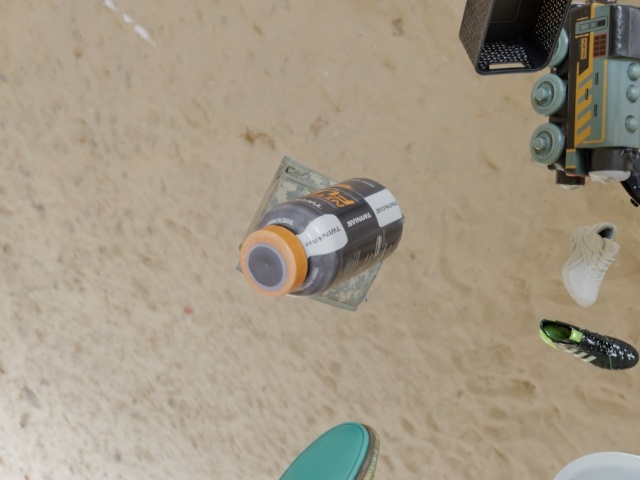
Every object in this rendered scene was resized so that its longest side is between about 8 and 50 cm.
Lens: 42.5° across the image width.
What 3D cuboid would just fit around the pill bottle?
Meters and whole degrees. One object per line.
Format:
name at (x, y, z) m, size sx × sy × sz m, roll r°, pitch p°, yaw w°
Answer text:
pill bottle at (0.000, 0.000, 1.100) m, size 0.131 × 0.246 × 0.130 m, roll 11°, pitch 111°, yaw 31°

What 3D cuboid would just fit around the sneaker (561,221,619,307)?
sneaker at (0.626, 0.044, 1.879) m, size 0.090 × 0.232 × 0.115 m, roll 31°, pitch 145°, yaw -19°

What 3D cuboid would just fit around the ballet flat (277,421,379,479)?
ballet flat at (-0.037, 0.359, 0.914) m, size 0.123 × 0.348 × 0.123 m, roll 30°, pitch 147°, yaw 21°

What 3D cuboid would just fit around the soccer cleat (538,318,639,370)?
soccer cleat at (0.471, 0.184, 1.457) m, size 0.179 × 0.060 × 0.072 m, roll 17°, pitch 167°, yaw 30°

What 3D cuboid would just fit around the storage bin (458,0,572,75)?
storage bin at (0.284, -0.338, 1.193) m, size 0.180 × 0.122 × 0.084 m, roll 97°, pitch 164°, yaw -50°

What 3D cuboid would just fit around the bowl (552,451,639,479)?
bowl at (0.506, 0.515, 1.369) m, size 0.298 × 0.298 × 0.134 m, roll 37°, pitch 142°, yaw 29°

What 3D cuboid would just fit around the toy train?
toy train at (0.474, -0.256, 1.436) m, size 0.190 × 0.142 × 0.333 m, roll 4°, pitch 92°, yaw 59°

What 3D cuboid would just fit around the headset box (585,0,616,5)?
headset box at (0.624, -0.494, 1.832) m, size 0.032 × 0.062 × 0.083 m, roll -136°, pitch 42°, yaw -74°

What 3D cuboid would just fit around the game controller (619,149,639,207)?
game controller at (0.604, -0.178, 1.649) m, size 0.067 × 0.166 × 0.319 m, roll -39°, pitch 51°, yaw 26°

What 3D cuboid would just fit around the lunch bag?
lunch bag at (0.005, -0.006, 1.697) m, size 0.287 × 0.169 × 0.235 m, roll 24°, pitch 107°, yaw -10°
